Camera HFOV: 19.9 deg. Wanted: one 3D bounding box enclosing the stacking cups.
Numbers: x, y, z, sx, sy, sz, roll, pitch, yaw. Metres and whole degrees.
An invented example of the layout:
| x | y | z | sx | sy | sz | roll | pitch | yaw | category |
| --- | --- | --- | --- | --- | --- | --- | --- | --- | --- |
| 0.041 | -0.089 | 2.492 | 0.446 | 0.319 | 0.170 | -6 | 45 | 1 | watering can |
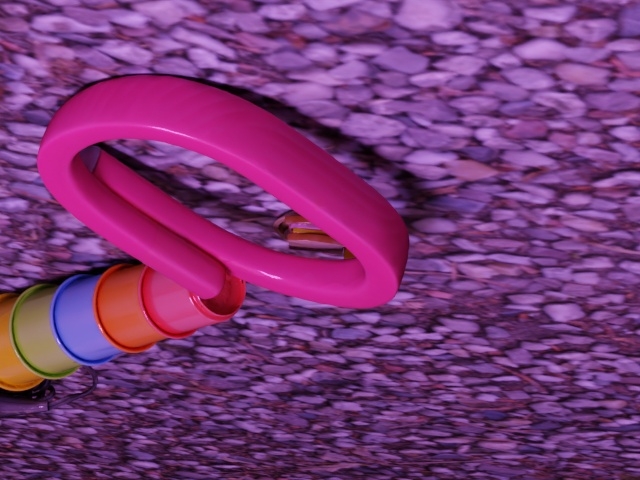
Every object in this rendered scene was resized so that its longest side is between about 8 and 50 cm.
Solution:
| x | y | z | sx | sy | sz | roll | pitch | yaw | category |
| --- | --- | --- | --- | --- | --- | --- | --- | --- | --- |
| -0.189 | 0.073 | 1.623 | 0.096 | 0.096 | 0.316 | 23 | 156 | -37 | stacking cups |

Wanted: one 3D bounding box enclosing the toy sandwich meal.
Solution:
| x | y | z | sx | sy | sz | roll | pitch | yaw | category |
| --- | --- | --- | --- | --- | --- | --- | --- | --- | --- |
| 0.000 | 0.000 | 1.442 | 0.085 | 0.029 | 0.085 | 7 | 161 | 3 | toy sandwich meal |

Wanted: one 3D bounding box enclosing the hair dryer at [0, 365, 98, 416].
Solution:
| x | y | z | sx | sy | sz | roll | pitch | yaw | category |
| --- | --- | --- | --- | --- | --- | --- | --- | --- | --- |
| -0.387 | 0.143 | 1.775 | 0.293 | 0.080 | 0.223 | -18 | -169 | -31 | hair dryer |

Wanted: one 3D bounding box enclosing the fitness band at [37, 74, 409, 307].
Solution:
| x | y | z | sx | sy | sz | roll | pitch | yaw | category |
| --- | --- | --- | --- | --- | --- | --- | --- | --- | --- |
| -0.066 | -0.027 | 1.319 | 0.209 | 0.054 | 0.291 | -13 | 143 | 45 | fitness band |
